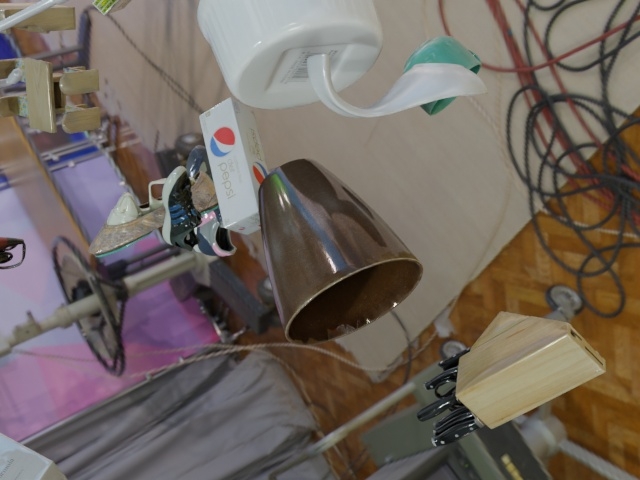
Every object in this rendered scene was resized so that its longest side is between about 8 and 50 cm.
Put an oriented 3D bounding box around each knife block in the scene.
[{"bbox_3d":[0.272,0.232,1.108,0.088,0.242,0.276,42,168,-12],"label":"knife block"}]

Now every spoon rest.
[{"bbox_3d":[0.113,-0.215,1.021,0.137,0.276,0.084,-160,71,-63],"label":"spoon rest"}]

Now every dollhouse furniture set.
[{"bbox_3d":[-0.566,-0.330,1.382,0.212,0.161,0.242,16,115,28],"label":"dollhouse furniture set"}]

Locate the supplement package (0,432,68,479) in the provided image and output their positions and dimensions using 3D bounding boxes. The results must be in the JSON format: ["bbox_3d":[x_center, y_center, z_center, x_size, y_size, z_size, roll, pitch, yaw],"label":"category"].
[{"bbox_3d":[-0.536,0.356,1.081,0.244,0.139,0.134,24,148,8],"label":"supplement package"}]

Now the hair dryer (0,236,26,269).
[{"bbox_3d":[-0.691,0.008,1.364,0.080,0.223,0.293,31,144,11],"label":"hair dryer"}]

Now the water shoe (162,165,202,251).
[{"bbox_3d":[-0.274,-0.065,1.462,0.080,0.073,0.203,24,136,11],"label":"water shoe"}]

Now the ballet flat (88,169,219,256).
[{"bbox_3d":[-0.380,-0.072,1.580,0.107,0.316,0.106,45,157,61],"label":"ballet flat"}]

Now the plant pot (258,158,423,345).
[{"bbox_3d":[0.000,0.000,1.050,0.230,0.215,0.215,61,149,26],"label":"plant pot"}]

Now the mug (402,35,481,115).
[{"bbox_3d":[0.216,-0.308,1.304,0.097,0.158,0.129,47,112,9],"label":"mug"}]

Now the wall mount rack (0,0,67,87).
[{"bbox_3d":[-0.481,-0.373,1.017,0.304,0.130,0.350,-23,88,52],"label":"wall mount rack"}]

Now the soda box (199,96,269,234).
[{"bbox_3d":[-0.136,-0.124,1.189,0.074,0.069,0.216,-24,69,24],"label":"soda box"}]

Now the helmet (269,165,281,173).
[{"bbox_3d":[-0.083,-0.091,1.678,0.161,0.169,0.169,-9,105,40],"label":"helmet"}]

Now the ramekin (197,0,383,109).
[{"bbox_3d":[-0.038,-0.317,1.093,0.277,0.277,0.135,-43,61,57],"label":"ramekin"}]

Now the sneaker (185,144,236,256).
[{"bbox_3d":[-0.284,-0.102,1.932,0.131,0.112,0.319,13,123,23],"label":"sneaker"}]

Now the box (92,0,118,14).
[{"bbox_3d":[-0.443,-0.570,1.613,0.036,0.114,0.207,44,-167,-18],"label":"box"}]
